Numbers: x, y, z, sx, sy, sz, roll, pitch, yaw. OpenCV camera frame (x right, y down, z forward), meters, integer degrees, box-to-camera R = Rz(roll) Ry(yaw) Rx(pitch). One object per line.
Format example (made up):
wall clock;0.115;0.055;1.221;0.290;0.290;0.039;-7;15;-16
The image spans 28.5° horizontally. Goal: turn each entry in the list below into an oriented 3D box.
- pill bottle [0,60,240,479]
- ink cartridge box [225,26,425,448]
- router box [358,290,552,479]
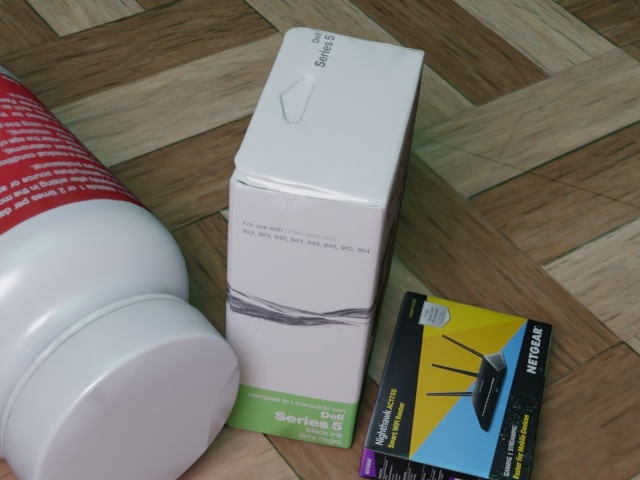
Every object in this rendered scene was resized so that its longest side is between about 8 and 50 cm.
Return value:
pill bottle;-0.251;0.019;0.992;0.229;0.229;0.407;-27;52;-30
ink cartridge box;0.000;0.000;1.008;0.114;0.273;0.198;11;44;5
router box;0.115;0.131;1.048;0.133;0.046;0.179;12;44;7
